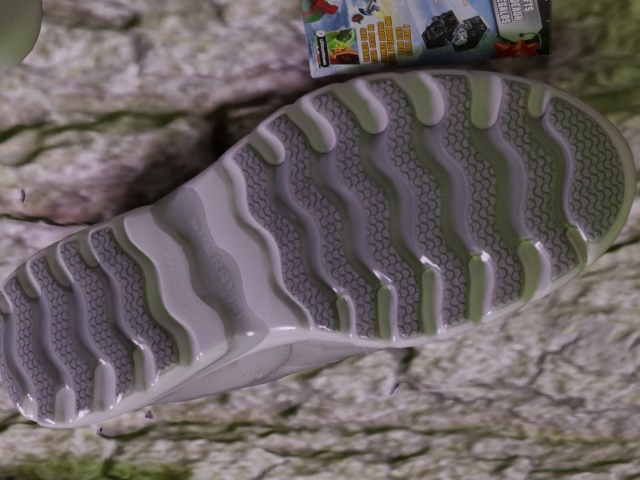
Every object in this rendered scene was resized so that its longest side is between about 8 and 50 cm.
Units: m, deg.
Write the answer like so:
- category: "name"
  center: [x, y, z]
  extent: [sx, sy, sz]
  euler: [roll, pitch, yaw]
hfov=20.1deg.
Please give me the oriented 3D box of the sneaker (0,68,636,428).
- category: "sneaker"
  center: [0.000, 0.000, 0.747]
  extent: [0.281, 0.105, 0.115]
  euler: [-16, 175, 26]

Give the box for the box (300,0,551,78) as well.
- category: "box"
  center: [0.035, -0.118, 0.643]
  extent: [0.094, 0.027, 0.137]
  euler: [-4, 141, 3]

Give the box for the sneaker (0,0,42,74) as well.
- category: "sneaker"
  center: [-0.230, -0.047, 0.658]
  extent: [0.295, 0.105, 0.147]
  euler: [-3, 143, 9]
